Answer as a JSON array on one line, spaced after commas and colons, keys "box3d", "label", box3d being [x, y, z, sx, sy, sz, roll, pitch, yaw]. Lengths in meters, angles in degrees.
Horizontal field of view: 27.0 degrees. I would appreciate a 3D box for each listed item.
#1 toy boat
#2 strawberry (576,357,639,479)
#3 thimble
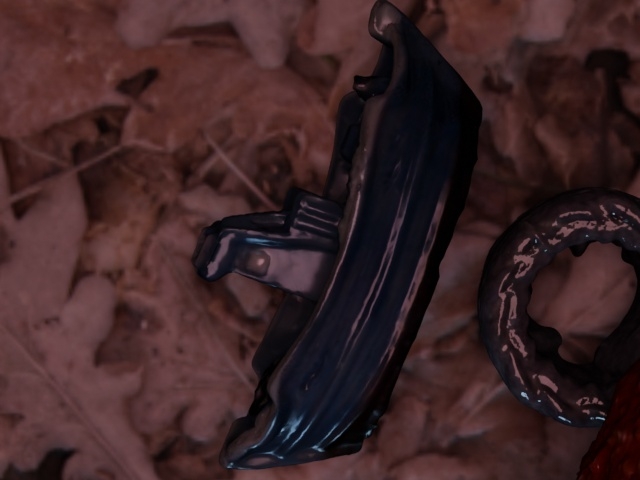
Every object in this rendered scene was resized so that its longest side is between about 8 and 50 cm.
[{"box3d": [0.000, 0.000, 0.836, 0.142, 0.129, 0.309, 19, 92, -12], "label": "toy boat"}, {"box3d": [0.246, 0.177, 0.730, 0.257, 0.257, 0.277, -8, 79, 3], "label": "strawberry"}, {"box3d": [0.172, 0.042, 0.846, 0.150, 0.098, 0.150, 0, 92, 4], "label": "thimble"}]
